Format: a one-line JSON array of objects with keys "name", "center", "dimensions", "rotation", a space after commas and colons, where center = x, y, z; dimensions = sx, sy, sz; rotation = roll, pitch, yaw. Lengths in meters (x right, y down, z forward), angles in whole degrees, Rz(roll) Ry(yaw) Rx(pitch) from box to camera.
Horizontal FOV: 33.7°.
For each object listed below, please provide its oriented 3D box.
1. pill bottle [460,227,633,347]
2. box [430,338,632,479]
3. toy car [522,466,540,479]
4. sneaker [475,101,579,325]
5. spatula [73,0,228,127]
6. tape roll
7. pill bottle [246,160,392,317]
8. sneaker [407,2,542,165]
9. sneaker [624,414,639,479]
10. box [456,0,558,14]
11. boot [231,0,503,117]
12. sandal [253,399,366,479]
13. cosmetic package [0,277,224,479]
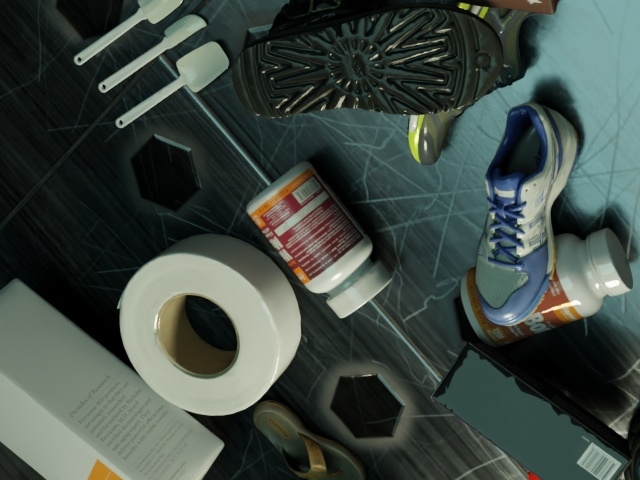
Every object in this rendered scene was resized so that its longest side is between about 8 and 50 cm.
[{"name": "pill bottle", "center": [0.315, 0.062, 1.473], "dimensions": [0.216, 0.121, 0.121], "rotation": [-23, 99, 28]}, {"name": "box", "center": [0.299, 0.252, 1.489], "dimensions": [0.261, 0.184, 0.103], "rotation": [36, 99, 14]}, {"name": "toy car", "center": [0.341, 0.452, 1.629], "dimensions": [0.225, 0.053, 0.239], "rotation": [-45, 64, 42]}, {"name": "sneaker", "center": [0.249, -0.039, 1.394], "dimensions": [0.112, 0.131, 0.296], "rotation": [7, 82, 35]}, {"name": "spatula", "center": [-0.266, -0.281, 1.637], "dimensions": [0.242, 0.019, 0.168], "rotation": [-29, 98, 28]}, {"name": "tape roll", "center": [-0.180, 0.135, 1.710], "dimensions": [0.286, 0.100, 0.286], "rotation": [8, 112, 19]}, {"name": "pill bottle", "center": [0.000, 0.000, 1.576], "dimensions": [0.121, 0.121, 0.221], "rotation": [-37, 93, 28]}, {"name": "sneaker", "center": [0.208, -0.224, 1.421], "dimensions": [0.121, 0.111, 0.299], "rotation": [27, 119, 6]}, {"name": "sneaker", "center": [0.514, 0.368, 1.528], "dimensions": [0.140, 0.125, 0.340], "rotation": [3, 114, -2]}, {"name": "box", "center": [0.216, -0.471, 1.215], "dimensions": [0.191, 0.143, 0.381], "rotation": [12, 85, 17]}, {"name": "boot", "center": [0.072, -0.262, 1.374], "dimensions": [0.348, 0.260, 0.131], "rotation": [1, 115, 16]}, {"name": "sandal", "center": [-0.025, 0.350, 1.747], "dimensions": [0.219, 0.060, 0.090], "rotation": [41, 119, -4]}, {"name": "cosmetic package", "center": [-0.408, 0.299, 1.789], "dimensions": [0.453, 0.161, 0.230], "rotation": [38, 140, 6]}]
